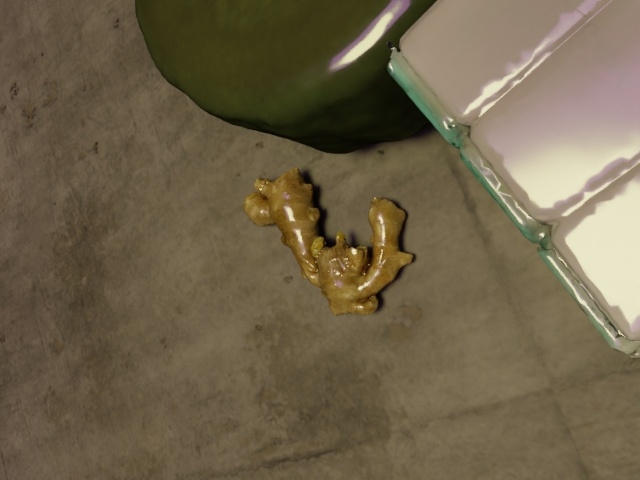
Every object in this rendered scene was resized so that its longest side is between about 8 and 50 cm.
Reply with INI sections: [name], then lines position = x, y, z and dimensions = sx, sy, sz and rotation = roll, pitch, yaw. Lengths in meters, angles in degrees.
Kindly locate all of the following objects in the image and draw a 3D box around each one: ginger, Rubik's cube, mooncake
[ginger]
position = 0.000, 0.000, 0.594
dimensions = 0.193, 0.053, 0.176
rotation = -15, 78, 31
[Rubik's cube]
position = 0.221, -0.096, 0.344
dimensions = 0.221, 0.231, 0.224
rotation = -42, 71, 26
[mooncake]
position = 0.008, -0.263, 0.500
dimensions = 0.357, 0.194, 0.356
rotation = -2, 87, 31
